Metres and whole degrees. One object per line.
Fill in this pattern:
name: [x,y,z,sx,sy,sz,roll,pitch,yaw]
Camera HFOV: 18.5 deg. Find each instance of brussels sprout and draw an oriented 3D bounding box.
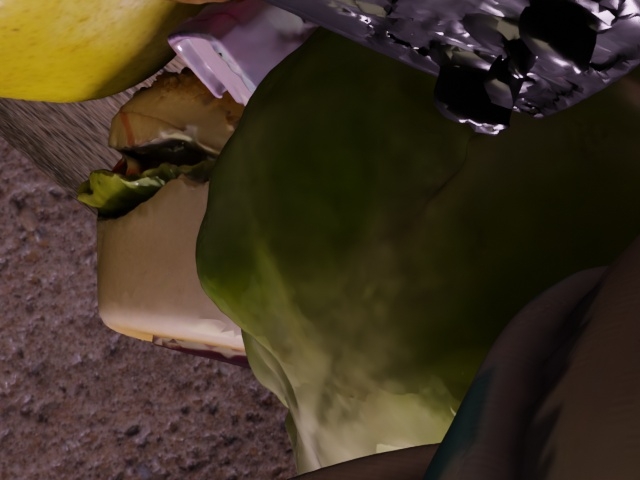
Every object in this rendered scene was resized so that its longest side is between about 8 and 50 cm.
brussels sprout: [0.096,0.042,0.816,0.273,0.242,0.317,-4,112,31]

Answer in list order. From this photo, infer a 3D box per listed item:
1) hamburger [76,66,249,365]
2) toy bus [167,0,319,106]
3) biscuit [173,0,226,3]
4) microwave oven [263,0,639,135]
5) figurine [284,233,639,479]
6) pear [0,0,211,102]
hamburger: [0.000,0.000,1.199,0.302,0.170,0.302,12,175,1]
toy bus: [0.048,-0.030,0.994,0.274,0.112,0.090,50,167,-18]
biscuit: [-0.169,-0.226,0.796,0.394,0.070,0.350,33,157,-7]
microwave oven: [-0.020,-0.145,0.356,0.247,0.188,0.178,22,173,-4]
figurine: [0.153,0.088,0.606,0.377,0.266,0.361,10,172,36]
pear: [-0.250,-0.204,1.125,0.386,0.191,0.340,41,171,-26]
